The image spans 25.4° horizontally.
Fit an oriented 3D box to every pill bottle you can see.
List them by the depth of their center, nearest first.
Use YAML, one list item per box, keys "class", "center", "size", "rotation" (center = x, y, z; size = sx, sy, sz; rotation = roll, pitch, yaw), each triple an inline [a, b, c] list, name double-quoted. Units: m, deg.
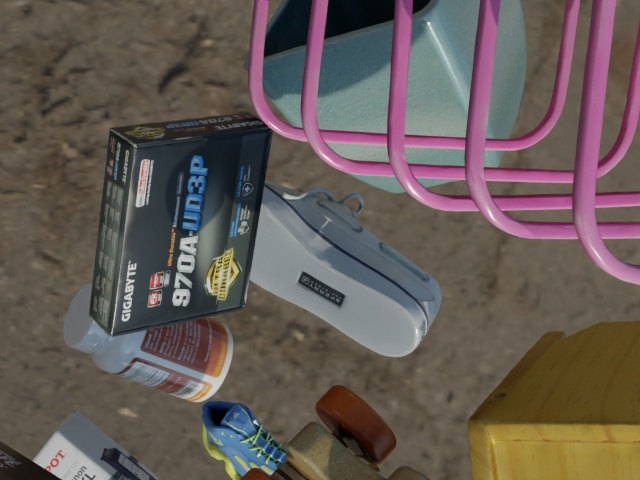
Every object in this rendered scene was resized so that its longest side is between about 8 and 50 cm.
- class: "pill bottle"
  center: [-0.237, 0.136, 1.949]
  size: [0.216, 0.121, 0.121]
  rotation: [25, 76, -32]

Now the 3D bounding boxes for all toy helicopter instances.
- class: "toy helicopter"
  center: [0.068, 0.243, 1.195]
  size: [0.140, 0.355, 0.235]
  rotation: [-44, 90, -13]

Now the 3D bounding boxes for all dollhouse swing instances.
- class: "dollhouse swing"
  center: [0.393, 0.295, 1.632]
  size: [0.315, 0.346, 0.305]
  rotation: [-38, 115, -47]

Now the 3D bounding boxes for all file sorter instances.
- class: "file sorter"
  center: [0.112, -0.102, 0.604]
  size: [0.202, 0.290, 0.182]
  rotation: [0, 103, -26]

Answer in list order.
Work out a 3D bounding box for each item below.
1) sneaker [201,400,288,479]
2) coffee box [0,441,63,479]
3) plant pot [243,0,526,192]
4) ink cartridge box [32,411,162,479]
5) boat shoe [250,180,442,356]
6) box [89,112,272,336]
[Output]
- class: "sneaker"
  center: [-0.099, 0.317, 2.112]
  size: [0.091, 0.240, 0.126]
  rotation: [-47, 144, -22]
- class: "coffee box"
  center: [-0.298, 0.270, 1.065]
  size: [0.098, 0.141, 0.246]
  rotation: [4, 108, -60]
- class: "plant pot"
  center: [0.109, -0.201, 1.641]
  size: [0.252, 0.247, 0.248]
  rotation: [56, 39, -29]
- class: "ink cartridge box"
  center: [-0.284, 0.362, 1.812]
  size: [0.237, 0.100, 0.172]
  rotation: [39, 100, 0]
- class: "boat shoe"
  center: [0.004, -0.005, 1.864]
  size: [0.156, 0.367, 0.136]
  rotation: [-48, 166, -48]
- class: "box"
  center: [-0.146, -0.019, 1.491]
  size: [0.175, 0.051, 0.220]
  rotation: [-10, 121, -39]
